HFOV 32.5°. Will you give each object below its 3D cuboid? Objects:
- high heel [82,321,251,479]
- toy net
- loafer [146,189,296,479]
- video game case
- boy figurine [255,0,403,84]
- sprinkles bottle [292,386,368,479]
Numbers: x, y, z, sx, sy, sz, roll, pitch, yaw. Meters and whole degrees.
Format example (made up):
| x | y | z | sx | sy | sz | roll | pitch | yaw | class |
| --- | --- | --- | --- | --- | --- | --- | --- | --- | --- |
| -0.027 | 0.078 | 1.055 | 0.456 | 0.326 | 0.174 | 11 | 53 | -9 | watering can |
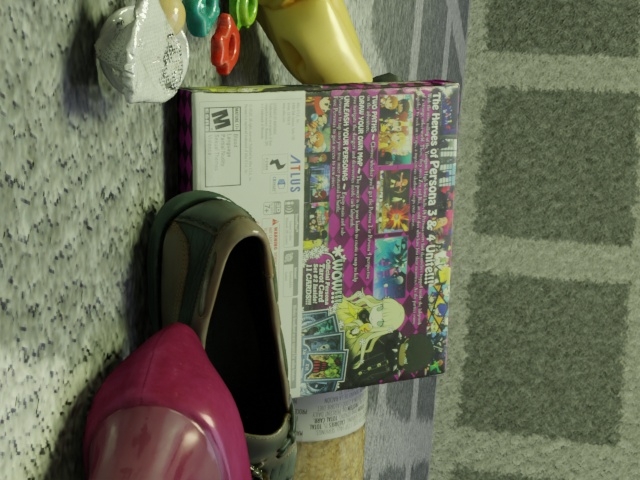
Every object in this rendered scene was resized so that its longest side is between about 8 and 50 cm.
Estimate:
| x | y | z | sx | sy | sz | roll | pitch | yaw | class |
| --- | --- | --- | --- | --- | --- | --- | --- | --- | --- |
| -0.079 | 0.243 | 0.693 | 0.181 | 0.127 | 0.377 | -79 | 173 | -59 | high heel |
| -0.091 | -0.140 | 0.680 | 0.232 | 0.045 | 0.122 | -69 | 162 | -49 | toy net |
| -0.062 | 0.103 | 0.728 | 0.096 | 0.084 | 0.267 | -15 | 109 | -30 | loafer |
| 0.000 | 0.000 | 0.807 | 0.042 | 0.210 | 0.232 | -151 | -121 | -62 | video game case |
| -0.003 | -0.179 | 0.885 | 0.285 | 0.092 | 0.177 | 57 | 6 | -50 | boy figurine |
| -0.017 | 0.102 | 0.917 | 0.121 | 0.121 | 0.355 | -47 | 140 | -72 | sprinkles bottle |
